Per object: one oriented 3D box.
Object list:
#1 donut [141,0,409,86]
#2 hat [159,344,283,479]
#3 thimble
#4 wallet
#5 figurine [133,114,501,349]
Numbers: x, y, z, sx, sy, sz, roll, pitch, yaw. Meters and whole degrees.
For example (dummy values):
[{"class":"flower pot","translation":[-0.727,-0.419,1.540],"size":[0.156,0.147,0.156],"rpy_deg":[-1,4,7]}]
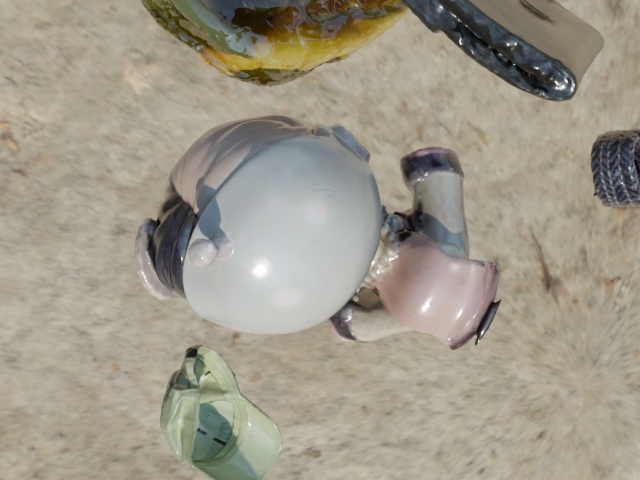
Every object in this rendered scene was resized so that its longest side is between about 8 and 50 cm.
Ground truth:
[{"class":"donut","translation":[-0.058,-0.311,1.393],"size":[0.330,0.160,0.330],"rpy_deg":[9,65,-21]},{"class":"hat","translation":[-0.116,0.208,1.476],"size":[0.166,0.081,0.122],"rpy_deg":[37,73,-13]},{"class":"thimble","translation":[0.403,-0.095,1.723],"size":[0.066,0.095,0.104],"rpy_deg":[-2,97,33]},{"class":"wallet","translation":[0.149,-0.186,1.053],"size":[0.170,0.321,0.044],"rpy_deg":[37,111,4]},{"class":"figurine","translation":[0.003,-0.009,1.382],"size":[0.361,0.211,0.253],"rpy_deg":[16,97,-27]}]
